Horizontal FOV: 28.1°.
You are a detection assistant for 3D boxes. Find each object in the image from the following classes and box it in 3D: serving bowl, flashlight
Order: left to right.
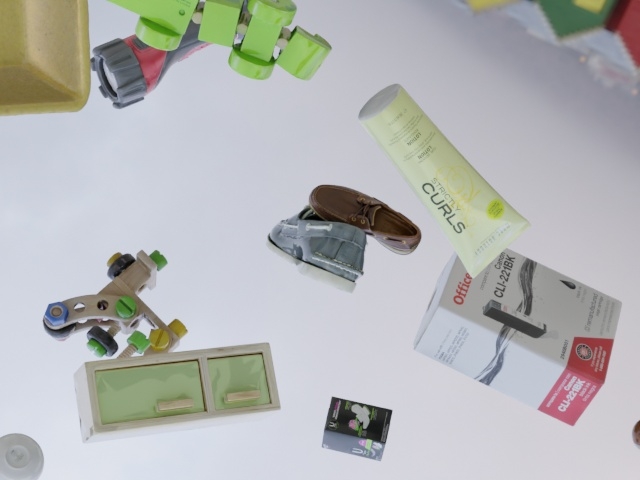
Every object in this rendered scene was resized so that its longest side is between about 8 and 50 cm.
[{"bbox_3d":[-0.434,0.312,1.828,0.083,0.027,0.083,10,-120,-18],"label":"serving bowl"},{"bbox_3d":[-0.200,-0.301,1.975,0.304,0.103,0.103,-26,-164,-24],"label":"flashlight"}]

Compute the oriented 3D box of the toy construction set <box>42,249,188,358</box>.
[{"bbox_3d":[-0.314,0.162,2.271,0.257,0.309,0.237,26,-119,30],"label":"toy construction set"}]

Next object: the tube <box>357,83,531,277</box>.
[{"bbox_3d":[0.138,-0.070,1.440,0.240,0.070,0.062,49,-140,-22],"label":"tube"}]

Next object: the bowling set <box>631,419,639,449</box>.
[{"bbox_3d":[0.559,0.295,1.916,0.200,0.154,0.287,-23,-161,-7],"label":"bowling set"}]

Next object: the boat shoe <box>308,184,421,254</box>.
[{"bbox_3d":[0.069,-0.039,1.875,0.178,0.064,0.060,25,163,0],"label":"boat shoe"}]

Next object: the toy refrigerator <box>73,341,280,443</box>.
[{"bbox_3d":[-0.200,0.212,1.797,0.269,0.102,0.094,-4,164,-24],"label":"toy refrigerator"}]

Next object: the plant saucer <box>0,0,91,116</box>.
[{"bbox_3d":[-0.390,-0.282,1.223,0.333,0.333,0.081,-9,-166,-39],"label":"plant saucer"}]

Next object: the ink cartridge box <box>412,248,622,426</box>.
[{"bbox_3d":[0.302,0.130,1.955,0.273,0.114,0.197,25,-138,3],"label":"ink cartridge box"}]

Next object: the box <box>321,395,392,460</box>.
[{"bbox_3d":[0.047,0.248,1.685,0.083,0.062,0.052,13,-122,4],"label":"box"}]

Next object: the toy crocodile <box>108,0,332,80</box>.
[{"bbox_3d":[-0.146,-0.313,1.774,0.340,0.115,0.105,18,-151,-8],"label":"toy crocodile"}]

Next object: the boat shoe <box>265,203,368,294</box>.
[{"bbox_3d":[0.000,0.000,1.924,0.116,0.099,0.319,21,-176,-16],"label":"boat shoe"}]
